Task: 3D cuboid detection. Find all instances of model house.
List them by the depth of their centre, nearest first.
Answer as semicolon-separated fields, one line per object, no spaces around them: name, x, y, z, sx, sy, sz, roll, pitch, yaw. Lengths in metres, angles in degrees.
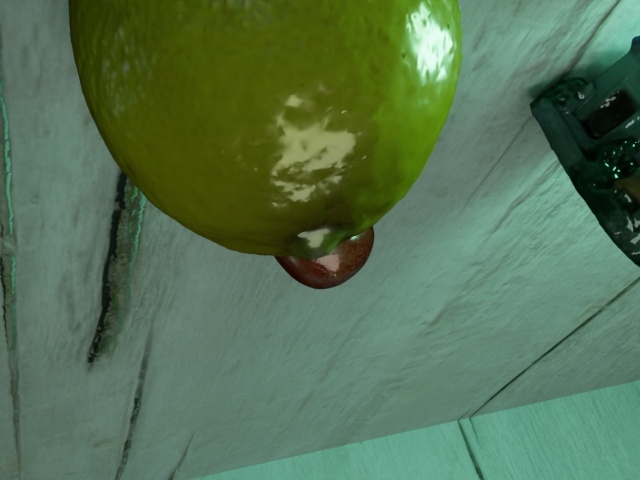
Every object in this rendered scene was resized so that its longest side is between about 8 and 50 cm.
model house;0.532;-0.156;1.008;0.329;0.295;0.251;-37;150;32

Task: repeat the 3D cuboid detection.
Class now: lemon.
lemon;-0.035;-0.150;0.647;0.363;0.364;0.364;-15;150;-9

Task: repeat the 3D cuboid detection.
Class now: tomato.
tomato;0.000;0.000;1.099;0.167;0.167;0.167;-15;150;-9
